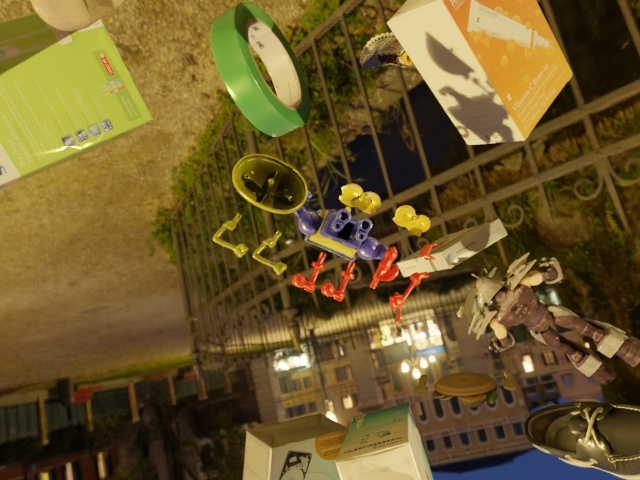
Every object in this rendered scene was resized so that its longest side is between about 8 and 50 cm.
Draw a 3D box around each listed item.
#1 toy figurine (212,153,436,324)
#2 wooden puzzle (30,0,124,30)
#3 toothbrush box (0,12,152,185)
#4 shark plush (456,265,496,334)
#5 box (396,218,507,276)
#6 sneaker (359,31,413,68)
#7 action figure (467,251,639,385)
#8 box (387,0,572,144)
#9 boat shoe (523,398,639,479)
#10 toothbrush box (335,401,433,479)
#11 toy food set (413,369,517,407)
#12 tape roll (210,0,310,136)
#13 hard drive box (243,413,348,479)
[{"bbox_3d":[0.000,0.000,0.952,0.362,0.191,0.217,22,173,-5],"label":"toy figurine"},{"bbox_3d":[-0.287,-0.416,0.576,0.080,0.322,0.348,-15,-151,-3],"label":"wooden puzzle"},{"bbox_3d":[-0.448,-0.219,0.820,0.283,0.206,0.122,-36,-162,-32],"label":"toothbrush box"},{"bbox_3d":[0.372,0.138,1.228,0.067,0.161,0.073,13,177,-14],"label":"shark plush"},{"bbox_3d":[0.255,0.018,1.045,0.145,0.038,0.186,-27,179,-19],"label":"box"},{"bbox_3d":[0.210,-0.523,1.452,0.225,0.093,0.088,-13,152,29],"label":"sneaker"},{"bbox_3d":[0.369,0.132,0.872,0.185,0.285,0.099,-59,-179,26],"label":"action figure"},{"bbox_3d":[0.342,-0.403,1.109,0.215,0.345,0.168,-51,-153,-15],"label":"box"},{"bbox_3d":[0.441,0.315,0.852,0.091,0.114,0.302,23,152,-2],"label":"boat shoe"},{"bbox_3d":[0.131,0.433,0.926,0.126,0.216,0.295,-18,171,8],"label":"toothbrush box"},{"bbox_3d":[0.288,0.297,1.046,0.192,0.039,0.132,-7,-179,16],"label":"toy food set"},{"bbox_3d":[-0.139,-0.420,1.306,0.077,0.321,0.321,-21,166,25],"label":"tape roll"},{"bbox_3d":[-0.049,0.464,0.985,0.181,0.232,0.089,1,-176,-38],"label":"hard drive box"}]
